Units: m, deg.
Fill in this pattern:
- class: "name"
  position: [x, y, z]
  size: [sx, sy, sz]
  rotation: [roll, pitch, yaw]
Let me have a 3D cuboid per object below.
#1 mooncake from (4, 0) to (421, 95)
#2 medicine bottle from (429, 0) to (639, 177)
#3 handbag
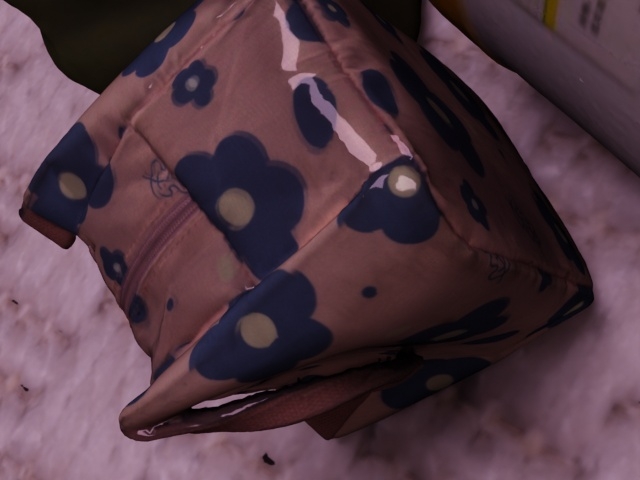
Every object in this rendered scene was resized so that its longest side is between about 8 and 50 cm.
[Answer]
- class: "mooncake"
  position: [-0.077, -0.228, 0.692]
  size: [0.187, 0.351, 0.351]
  rotation: [-13, 56, 22]
- class: "medicine bottle"
  position: [0.194, -0.153, 0.548]
  size: [0.238, 0.238, 0.232]
  rotation: [-42, 49, 3]
- class: "handbag"
  position: [0.000, 0.000, 0.572]
  size: [0.193, 0.251, 0.190]
  rotation: [-36, 66, 18]
